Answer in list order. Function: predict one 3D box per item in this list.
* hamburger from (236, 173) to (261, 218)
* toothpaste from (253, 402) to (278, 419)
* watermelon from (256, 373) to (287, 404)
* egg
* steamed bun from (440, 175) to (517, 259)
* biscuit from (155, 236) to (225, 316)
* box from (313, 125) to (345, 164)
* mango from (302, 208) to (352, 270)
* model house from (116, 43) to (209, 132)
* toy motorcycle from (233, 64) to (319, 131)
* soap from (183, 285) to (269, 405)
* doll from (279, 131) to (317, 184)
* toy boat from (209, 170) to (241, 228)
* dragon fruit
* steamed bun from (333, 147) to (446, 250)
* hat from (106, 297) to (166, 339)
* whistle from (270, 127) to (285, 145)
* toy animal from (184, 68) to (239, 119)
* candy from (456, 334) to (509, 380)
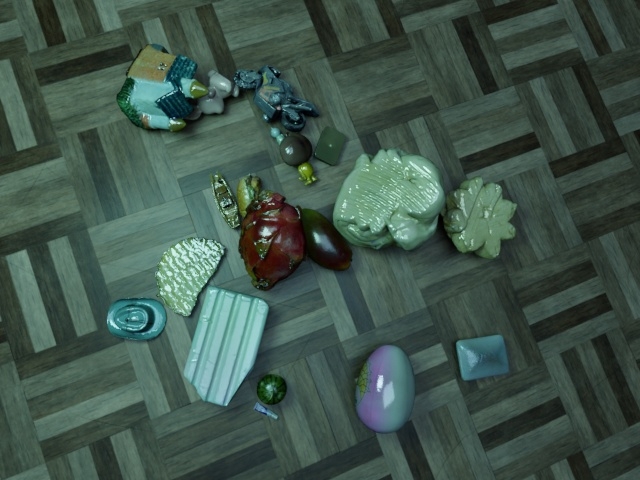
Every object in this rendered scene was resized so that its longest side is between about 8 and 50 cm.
[{"bbox_3d":[-0.251,-0.154,1.455,0.087,0.102,0.176,-1,83,6],"label":"hamburger"},{"bbox_3d":[-0.180,0.568,1.408,0.083,0.015,0.024,29,73,3],"label":"toothpaste"},{"bbox_3d":[-0.157,0.481,1.375,0.109,0.109,0.109,1,82,-6],"label":"watermelon"},{"bbox_3d":[0.212,0.478,1.374,0.196,0.196,0.271,23,67,-3],"label":"egg"},{"bbox_3d":[0.550,-0.072,1.503,0.295,0.137,0.292,-26,94,-20],"label":"steamed bun"},{"bbox_3d":[-0.453,0.100,1.431,0.187,0.036,0.273,31,81,-1],"label":"biscuit"},{"bbox_3d":[0.032,-0.340,1.534,0.091,0.031,0.126,22,81,-18],"label":"box"},{"bbox_3d":[0.000,0.000,1.455,0.133,0.111,0.267,-42,81,10],"label":"mango"},{"bbox_3d":[-0.476,-0.479,1.386,0.291,0.184,0.253,15,71,22],"label":"model house"},{"bbox_3d":[-0.154,-0.512,1.500,0.307,0.108,0.173,41,56,-3],"label":"toy motorcycle"},{"bbox_3d":[-0.302,0.338,1.374,0.208,0.115,0.346,14,81,-3],"label":"soap"},{"bbox_3d":[-0.081,-0.285,1.483,0.145,0.096,0.188,-6,86,-48],"label":"doll"},{"bbox_3d":[-0.329,-0.139,1.458,0.064,0.072,0.206,-23,86,-9],"label":"toy boat"},{"bbox_3d":[-0.152,0.006,1.369,0.250,0.250,0.315,5,80,-5],"label":"dragon fruit"},{"bbox_3d":[0.245,-0.120,1.423,0.339,0.247,0.352,24,89,26],"label":"steamed bun"},{"bbox_3d":[-0.604,0.253,1.373,0.191,0.078,0.138,2,84,-6],"label":"hat"},{"bbox_3d":[-0.144,-0.365,1.524,0.035,0.035,0.100,-42,102,-10],"label":"whistle"},{"bbox_3d":[-0.385,-0.483,1.489,0.124,0.124,0.212,43,102,1],"label":"toy animal"},{"bbox_3d":[0.565,0.406,1.477,0.174,0.071,0.138,-7,83,-7],"label":"candy"}]
